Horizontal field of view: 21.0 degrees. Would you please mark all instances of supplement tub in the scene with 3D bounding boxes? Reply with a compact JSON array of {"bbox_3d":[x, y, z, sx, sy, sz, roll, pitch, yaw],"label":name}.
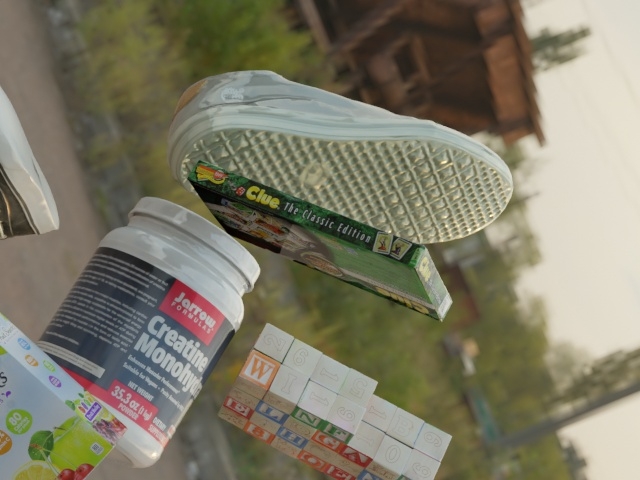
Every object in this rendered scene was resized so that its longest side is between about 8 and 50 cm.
[{"bbox_3d":[-0.209,0.107,2.001,0.191,0.272,0.191,28,-16,9],"label":"supplement tub"}]

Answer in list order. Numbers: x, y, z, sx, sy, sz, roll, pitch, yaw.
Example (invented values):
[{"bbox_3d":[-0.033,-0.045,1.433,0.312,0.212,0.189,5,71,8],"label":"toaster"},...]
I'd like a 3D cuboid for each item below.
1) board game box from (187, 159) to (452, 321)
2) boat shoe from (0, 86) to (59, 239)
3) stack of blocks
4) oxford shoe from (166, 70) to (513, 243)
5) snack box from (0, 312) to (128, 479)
[{"bbox_3d":[0.000,0.000,1.712,0.259,0.030,0.136,22,-19,23],"label":"board game box"},{"bbox_3d":[-0.286,-0.062,1.506,0.219,0.070,0.078,78,-6,-59],"label":"boat shoe"},{"bbox_3d":[0.021,0.245,2.346,0.297,0.087,0.171,28,-28,-1],"label":"stack of blocks"},{"bbox_3d":[0.026,-0.100,1.950,0.169,0.449,0.130,-61,-145,31],"label":"oxford shoe"},{"bbox_3d":[-0.337,0.195,1.801,0.207,0.174,0.070,42,14,-2],"label":"snack box"}]
